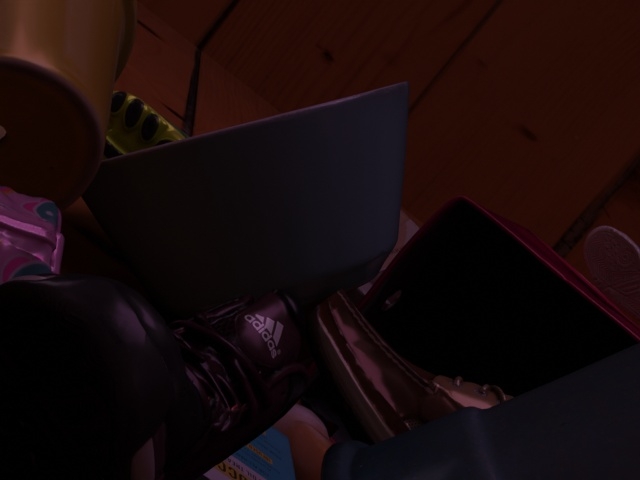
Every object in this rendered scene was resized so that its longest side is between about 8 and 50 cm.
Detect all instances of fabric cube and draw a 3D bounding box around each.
[{"bbox_3d":[0.177,0.140,1.189,0.259,0.254,0.258,43,11,21],"label":"fabric cube"}]

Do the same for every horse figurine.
[{"bbox_3d":[-0.010,0.168,0.931,0.174,0.066,0.263,41,4,-37],"label":"horse figurine"}]

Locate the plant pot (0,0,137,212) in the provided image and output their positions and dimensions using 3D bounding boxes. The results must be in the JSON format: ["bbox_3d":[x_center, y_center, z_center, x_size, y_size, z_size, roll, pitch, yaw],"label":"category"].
[{"bbox_3d":[-0.259,-0.144,0.950,0.254,0.254,0.239,32,27,-38],"label":"plant pot"}]

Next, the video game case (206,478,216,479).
[{"bbox_3d":[0.030,0.258,0.537,0.204,0.025,0.285,45,15,-39],"label":"video game case"}]

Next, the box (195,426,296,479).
[{"bbox_3d":[-0.064,0.167,0.741,0.100,0.060,0.244,37,10,-16],"label":"box"}]

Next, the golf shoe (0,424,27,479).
[{"bbox_3d":[-0.251,0.060,0.493,0.273,0.105,0.120,39,-8,-40],"label":"golf shoe"}]

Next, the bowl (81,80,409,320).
[{"bbox_3d":[-0.053,-0.026,1.103,0.311,0.311,0.163,-44,119,-80],"label":"bowl"}]

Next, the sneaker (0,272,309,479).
[{"bbox_3d":[-0.067,0.055,0.582,0.106,0.162,0.281,54,-25,10],"label":"sneaker"}]

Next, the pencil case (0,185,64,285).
[{"bbox_3d":[-0.274,-0.030,0.667,0.284,0.124,0.124,35,11,-37],"label":"pencil case"}]

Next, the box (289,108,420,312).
[{"bbox_3d":[-0.005,-0.008,1.401,0.311,0.148,0.121,47,-30,43],"label":"box"}]

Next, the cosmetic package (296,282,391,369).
[{"bbox_3d":[0.009,0.087,1.208,0.041,0.115,0.060,46,11,29],"label":"cosmetic package"}]

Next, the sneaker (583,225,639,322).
[{"bbox_3d":[0.324,0.050,1.229,0.152,0.058,0.084,48,17,22],"label":"sneaker"}]

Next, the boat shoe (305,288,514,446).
[{"bbox_3d":[0.110,0.172,1.004,0.324,0.120,0.122,54,-8,8],"label":"boat shoe"}]

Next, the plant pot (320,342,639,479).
[{"bbox_3d":[0.229,0.185,0.671,0.341,0.334,0.341,58,8,-14],"label":"plant pot"}]

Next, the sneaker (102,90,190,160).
[{"bbox_3d":[-0.126,-0.043,1.305,0.295,0.109,0.123,47,4,7],"label":"sneaker"}]
